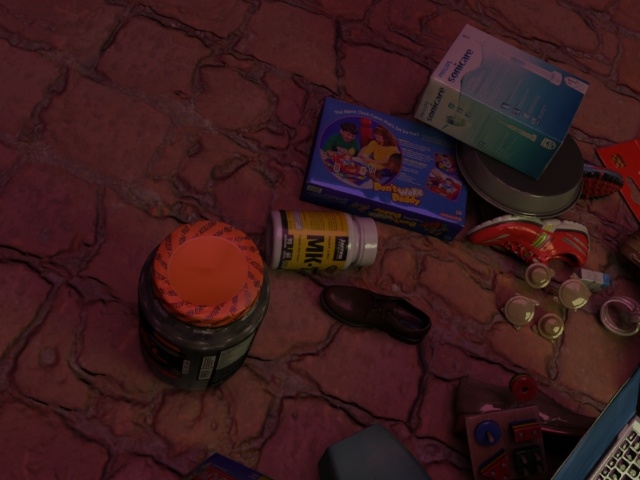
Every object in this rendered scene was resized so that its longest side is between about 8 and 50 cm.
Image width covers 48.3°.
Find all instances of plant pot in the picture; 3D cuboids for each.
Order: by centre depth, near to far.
[{"bbox_3d":[0.101,0.446,1.210,0.166,0.165,0.234,-19,62,-22],"label":"plant pot"}]

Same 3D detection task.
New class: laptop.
[{"bbox_3d":[0.502,0.472,1.171,0.408,0.236,0.382,43,79,0],"label":"laptop"}]

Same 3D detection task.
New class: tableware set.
[{"bbox_3d":[0.472,0.128,1.498,0.141,0.020,0.168,33,90,3],"label":"tableware set"}]

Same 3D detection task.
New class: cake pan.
[{"bbox_3d":[0.443,-0.180,1.555,0.294,0.054,0.293,6,56,-9],"label":"cake pan"}]

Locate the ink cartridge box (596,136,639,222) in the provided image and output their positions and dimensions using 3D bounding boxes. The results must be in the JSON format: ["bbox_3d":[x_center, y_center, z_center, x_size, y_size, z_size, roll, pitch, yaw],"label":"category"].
[{"bbox_3d":[0.913,-0.158,1.745,0.385,0.091,0.308,-15,69,-21],"label":"ink cartridge box"}]

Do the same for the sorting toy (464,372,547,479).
[{"bbox_3d":[0.335,0.379,1.269,0.133,0.046,0.274,-10,101,2],"label":"sorting toy"}]

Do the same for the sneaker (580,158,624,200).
[{"bbox_3d":[0.587,-0.183,1.669,0.262,0.104,0.125,14,60,-7],"label":"sneaker"}]

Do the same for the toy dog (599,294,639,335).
[{"bbox_3d":[0.717,0.220,1.420,0.220,0.161,0.333,-21,71,11],"label":"toy dog"}]

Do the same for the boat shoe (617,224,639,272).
[{"bbox_3d":[0.785,0.112,1.578,0.116,0.123,0.324,-38,79,8],"label":"boat shoe"}]

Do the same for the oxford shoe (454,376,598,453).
[{"bbox_3d":[0.427,0.327,1.367,0.349,0.123,0.130,10,58,-10],"label":"oxford shoe"}]

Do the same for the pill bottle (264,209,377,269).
[{"bbox_3d":[0.000,0.000,1.422,0.209,0.119,0.119,1,64,-13],"label":"pill bottle"}]

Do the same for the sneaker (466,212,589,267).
[{"bbox_3d":[0.456,0.010,1.544,0.279,0.107,0.118,4,74,-9],"label":"sneaker"}]

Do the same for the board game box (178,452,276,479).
[{"bbox_3d":[-0.184,0.417,1.061,0.214,0.317,0.046,-33,97,-26],"label":"board game box"}]

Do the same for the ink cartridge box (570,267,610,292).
[{"bbox_3d":[0.582,0.086,1.564,0.083,0.048,0.028,12,62,-8],"label":"ink cartridge box"}]

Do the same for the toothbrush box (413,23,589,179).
[{"bbox_3d":[0.381,-0.297,1.508,0.296,0.126,0.216,29,55,7],"label":"toothbrush box"}]

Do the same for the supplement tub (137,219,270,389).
[{"bbox_3d":[-0.199,0.113,1.192,0.207,0.338,0.207,6,62,-11],"label":"supplement tub"}]

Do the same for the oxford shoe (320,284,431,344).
[{"bbox_3d":[0.112,0.129,1.400,0.227,0.096,0.082,16,63,-4],"label":"oxford shoe"}]

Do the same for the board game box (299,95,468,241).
[{"bbox_3d":[0.148,-0.157,1.560,0.347,0.078,0.233,15,61,-6],"label":"board game box"}]
